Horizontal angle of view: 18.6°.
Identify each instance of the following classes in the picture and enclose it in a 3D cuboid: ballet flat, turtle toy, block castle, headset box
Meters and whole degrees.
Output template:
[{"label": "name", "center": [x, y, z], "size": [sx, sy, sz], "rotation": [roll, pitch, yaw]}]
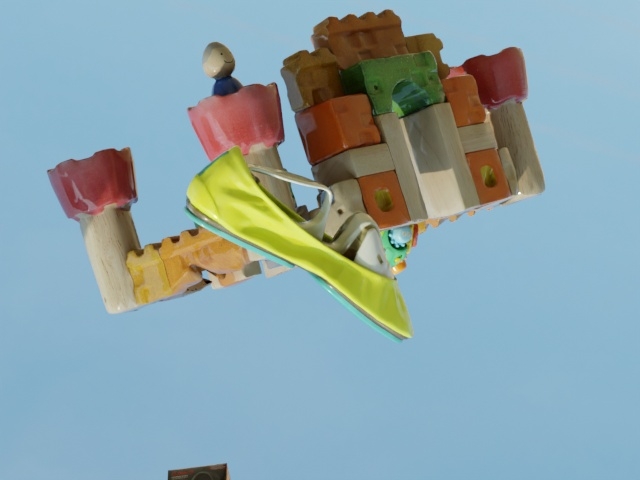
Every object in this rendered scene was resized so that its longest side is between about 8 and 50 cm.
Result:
[{"label": "ballet flat", "center": [0.000, 0.000, 1.545], "size": [0.231, 0.077, 0.077], "rotation": [32, -174, -23]}, {"label": "turtle toy", "center": [0.067, -0.019, 1.996], "size": [0.066, 0.095, 0.130], "rotation": [5, -131, -1]}, {"label": "block castle", "center": [-0.013, -0.088, 1.947], "size": [0.303, 0.213, 0.453], "rotation": [-19, 176, 44]}, {"label": "headset box", "center": [-0.121, 0.259, 1.949], "size": [0.062, 0.032, 0.083], "rotation": [-7, -140, 5]}]
